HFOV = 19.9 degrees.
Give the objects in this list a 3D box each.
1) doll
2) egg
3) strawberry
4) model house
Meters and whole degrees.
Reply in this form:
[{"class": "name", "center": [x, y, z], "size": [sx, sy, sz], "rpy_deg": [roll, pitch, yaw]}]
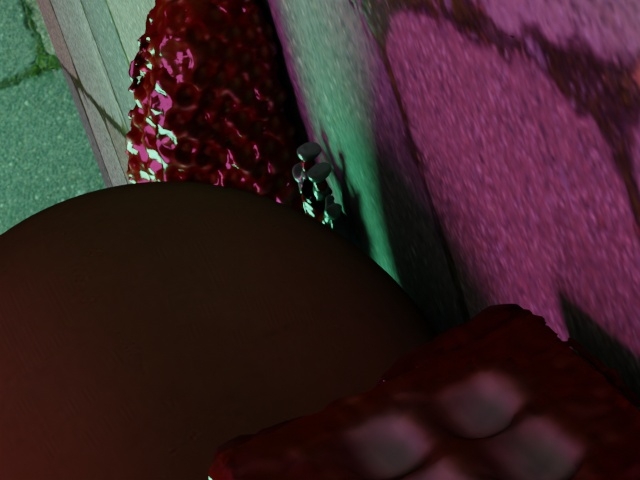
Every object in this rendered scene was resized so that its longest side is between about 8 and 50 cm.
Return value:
[{"class": "doll", "center": [0.001, 0.000, 1.072], "size": [0.057, 0.039, 0.114], "rpy_deg": [20, 127, 38]}, {"class": "egg", "center": [-0.064, 0.129, 0.933], "size": [0.374, 0.301, 0.301], "rpy_deg": [43, 155, 49]}, {"class": "strawberry", "center": [-0.079, -0.065, 1.166], "size": [0.286, 0.106, 0.188], "rpy_deg": [80, 164, -48]}, {"class": "model house", "center": [0.083, 0.162, 0.624], "size": [0.254, 0.160, 0.196], "rpy_deg": [-140, 30, -68]}]
